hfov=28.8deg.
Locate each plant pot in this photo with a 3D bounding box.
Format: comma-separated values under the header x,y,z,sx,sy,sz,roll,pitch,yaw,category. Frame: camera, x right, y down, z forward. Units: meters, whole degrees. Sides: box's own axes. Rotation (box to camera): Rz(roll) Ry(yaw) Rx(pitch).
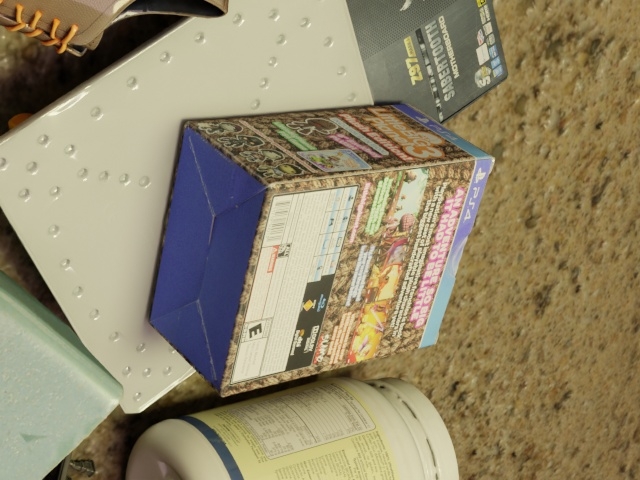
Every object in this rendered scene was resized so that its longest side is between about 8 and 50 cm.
x,y,z,sx,sy,sz,roll,pitch,yaw,category
-0.366,0.103,1.062,0.247,0.248,0.252,-45,114,-10,plant pot

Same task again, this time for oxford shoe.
x,y,z,sx,sy,sz,roll,pitch,yaw,category
-0.237,-0.217,1.021,0.364,0.130,0.132,-14,91,-25,oxford shoe

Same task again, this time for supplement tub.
x,y,z,sx,sy,sz,roll,pitch,yaw,category
-0.030,0.285,1.410,0.325,0.235,0.235,-11,119,-34,supplement tub

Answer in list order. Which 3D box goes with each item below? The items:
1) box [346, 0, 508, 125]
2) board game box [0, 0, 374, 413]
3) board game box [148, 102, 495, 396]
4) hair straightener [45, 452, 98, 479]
x,y,z,sx,sy,sz,roll,pitch,yaw,category
0.102,-0.232,1.359,0.183,0.059,0.232,-34,130,-17,box
-0.112,-0.060,1.261,0.390,0.050,0.390,-37,138,-17,board game box
0.000,0.000,1.260,0.291,0.141,0.232,-9,124,-39,board game box
-0.276,0.270,1.340,0.089,0.047,0.230,-10,119,-33,hair straightener
